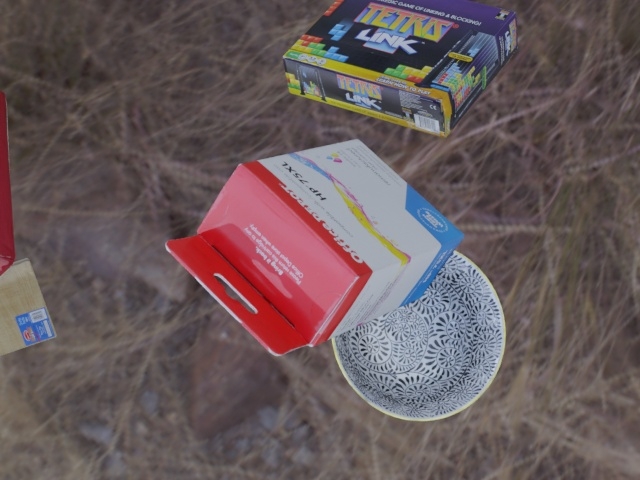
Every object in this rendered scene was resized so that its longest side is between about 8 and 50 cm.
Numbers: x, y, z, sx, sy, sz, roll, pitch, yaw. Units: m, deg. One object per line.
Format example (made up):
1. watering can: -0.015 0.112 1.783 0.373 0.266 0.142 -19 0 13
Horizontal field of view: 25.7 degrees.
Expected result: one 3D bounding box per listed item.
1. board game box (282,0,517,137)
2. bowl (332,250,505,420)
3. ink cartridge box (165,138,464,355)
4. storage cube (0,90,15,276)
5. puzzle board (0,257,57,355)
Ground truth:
1. board game box: 0.074 -0.173 1.290 0.170 0.141 0.048 19 143 28
2. bowl: 0.083 0.089 1.339 0.170 0.080 0.170 2 81 -14
3. ink cartridge box: 0.000 0.000 1.117 0.134 0.231 0.078 43 118 17
4. storage cube: -0.378 -0.029 1.133 0.184 0.193 0.215 -42 46 34
5. puzzle board: -0.301 0.067 1.286 0.096 0.011 0.128 -19 146 -10
